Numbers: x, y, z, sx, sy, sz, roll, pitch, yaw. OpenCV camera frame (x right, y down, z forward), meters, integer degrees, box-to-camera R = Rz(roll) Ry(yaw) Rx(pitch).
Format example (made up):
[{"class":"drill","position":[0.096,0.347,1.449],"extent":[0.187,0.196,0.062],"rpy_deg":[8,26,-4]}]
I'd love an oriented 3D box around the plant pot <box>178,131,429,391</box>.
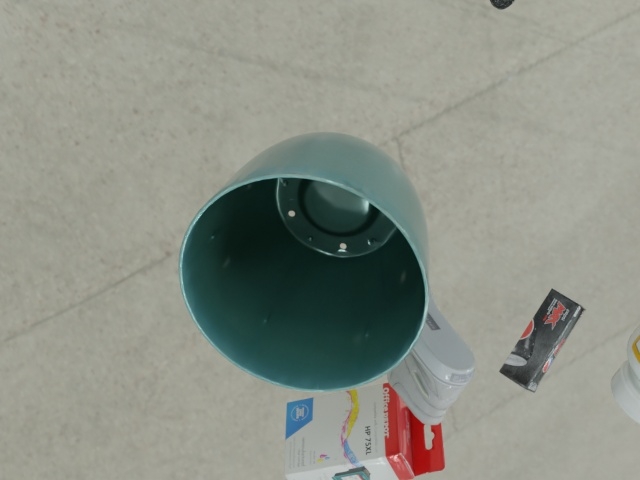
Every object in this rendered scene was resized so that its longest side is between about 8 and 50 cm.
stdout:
[{"class":"plant pot","position":[0.000,0.000,1.217],"extent":[0.293,0.235,0.293],"rpy_deg":[6,120,10]}]

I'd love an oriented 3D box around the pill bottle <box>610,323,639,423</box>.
[{"class":"pill bottle","position":[0.406,0.109,1.059],"extent":[0.118,0.117,0.208],"rpy_deg":[0,134,-34]}]

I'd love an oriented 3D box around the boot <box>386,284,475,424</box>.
[{"class":"boot","position":[0.112,0.131,1.362],"extent":[0.095,0.258,0.123],"rpy_deg":[1,130,-29]}]

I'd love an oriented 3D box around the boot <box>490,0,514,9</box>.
[{"class":"boot","position":[0.188,-0.343,1.167],"extent":[0.045,0.099,0.121],"rpy_deg":[-31,134,-8]}]

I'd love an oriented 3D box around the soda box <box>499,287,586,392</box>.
[{"class":"soda box","position":[0.371,0.167,1.647],"extent":[0.169,0.060,0.053],"rpy_deg":[-58,151,2]}]

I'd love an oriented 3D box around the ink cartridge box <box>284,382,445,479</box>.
[{"class":"ink cartridge box","position":[0.066,0.298,1.499],"extent":[0.231,0.134,0.078],"rpy_deg":[-14,135,14]}]
